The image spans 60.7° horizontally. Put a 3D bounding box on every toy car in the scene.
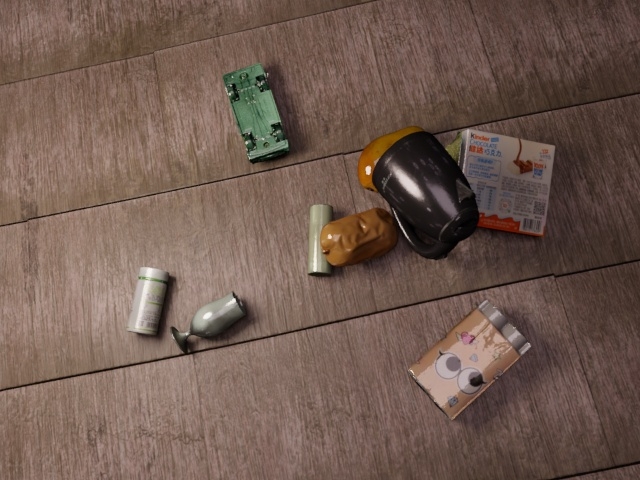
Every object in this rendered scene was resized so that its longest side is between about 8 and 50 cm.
[{"bbox_3d":[-0.192,-0.389,1.677,0.141,0.097,0.320,-19,74,-1],"label":"toy car"}]

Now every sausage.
[{"bbox_3d":[0.106,-0.009,1.523,0.241,0.120,0.136,-14,76,-23],"label":"sausage"}]

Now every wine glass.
[{"bbox_3d":[-0.310,0.225,1.527,0.202,0.093,0.093,-30,75,-4],"label":"wine glass"}]

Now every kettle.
[{"bbox_3d":[0.287,-0.096,1.450,0.207,0.268,0.290,-15,57,-33],"label":"kettle"}]

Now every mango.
[{"bbox_3d":[0.207,-0.250,1.601,0.253,0.113,0.138,-43,77,-9],"label":"mango"}]

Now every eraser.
[{"bbox_3d":[0.391,0.313,1.451,0.290,0.087,0.171,-40,77,-6],"label":"eraser"}]

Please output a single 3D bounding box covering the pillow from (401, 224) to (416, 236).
[{"bbox_3d":[0.257,-0.093,1.589,0.090,0.048,0.150,-14,77,-1],"label":"pillow"}]

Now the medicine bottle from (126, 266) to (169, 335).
[{"bbox_3d":[-0.492,0.174,1.558,0.086,0.086,0.183,7,76,6],"label":"medicine bottle"}]

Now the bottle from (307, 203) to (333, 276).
[{"bbox_3d":[0.000,0.000,1.573,0.072,0.072,0.201,1,75,5],"label":"bottle"}]

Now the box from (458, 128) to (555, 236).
[{"bbox_3d":[0.510,-0.158,1.526,0.273,0.048,0.264,9,88,-10],"label":"box"}]

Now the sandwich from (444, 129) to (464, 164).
[{"bbox_3d":[0.396,-0.189,1.602,0.212,0.063,0.245,40,81,17],"label":"sandwich"}]
